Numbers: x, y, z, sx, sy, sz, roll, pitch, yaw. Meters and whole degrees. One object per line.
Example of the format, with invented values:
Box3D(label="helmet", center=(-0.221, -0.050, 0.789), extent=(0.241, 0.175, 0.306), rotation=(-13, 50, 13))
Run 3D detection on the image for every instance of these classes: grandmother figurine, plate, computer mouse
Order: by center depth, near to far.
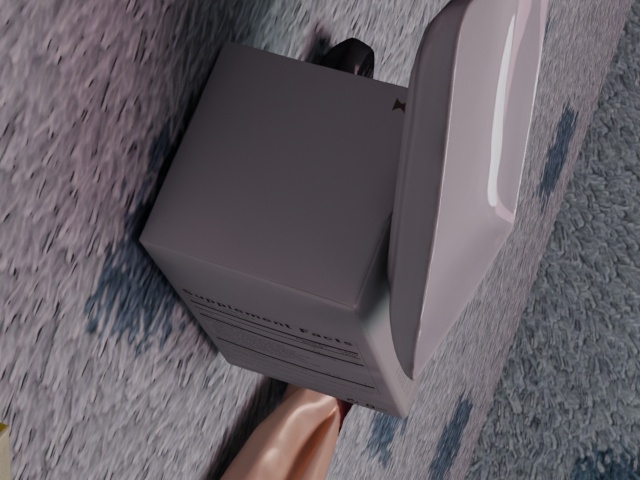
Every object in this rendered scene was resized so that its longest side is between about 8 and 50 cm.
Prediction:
Box3D(label="plate", center=(0.106, -0.079, 1.173), extent=(0.278, 0.045, 0.277), rotation=(-50, 151, -57))
Box3D(label="computer mouse", center=(0.015, -0.104, 1.493), extent=(0.242, 0.041, 0.071), rotation=(94, 19, -57))
Box3D(label="grandmother figurine", center=(-0.002, 0.163, 1.604), extent=(0.342, 0.104, 0.208), rotation=(-57, 167, -33))

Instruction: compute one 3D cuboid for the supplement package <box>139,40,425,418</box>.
Box3D(label="supplement package", center=(0.000, 0.000, 1.290), extent=(0.293, 0.175, 0.177), rotation=(67, 43, -66))

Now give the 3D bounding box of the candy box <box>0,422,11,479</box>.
Box3D(label="candy box", center=(-0.249, 0.206, 0.971), extent=(0.206, 0.027, 0.105), rotation=(-50, 150, -51))
